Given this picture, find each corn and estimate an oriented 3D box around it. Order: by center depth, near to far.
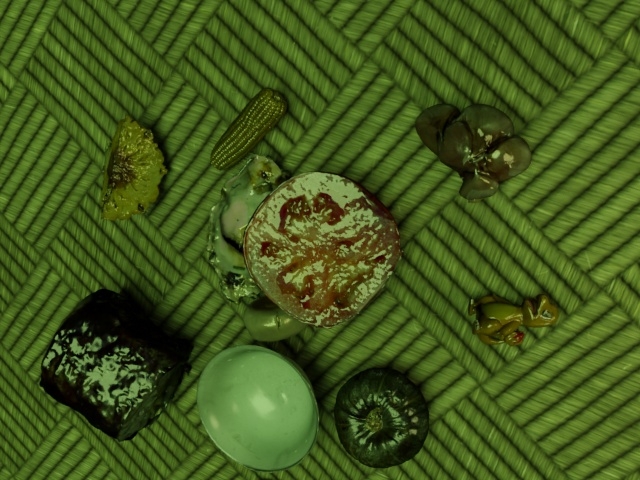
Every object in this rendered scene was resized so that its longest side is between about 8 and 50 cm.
[{"bbox_3d":[-0.162,-0.246,1.490,0.080,0.080,0.231,49,119,4],"label":"corn"}]

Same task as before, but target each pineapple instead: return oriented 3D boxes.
[{"bbox_3d":[-0.456,-0.168,1.620,0.164,0.139,0.250,14,93,60],"label":"pineapple"}]

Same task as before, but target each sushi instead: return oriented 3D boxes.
[{"bbox_3d":[-0.499,0.311,1.640,0.294,0.281,0.299,32,105,5],"label":"sushi"}]

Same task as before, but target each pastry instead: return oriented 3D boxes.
[{"bbox_3d":[-0.098,0.175,1.522,0.156,0.156,0.092,-13,101,23],"label":"pastry"}]

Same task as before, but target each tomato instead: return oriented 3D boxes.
[{"bbox_3d":[0.005,0.001,1.435,0.338,0.144,0.339,2,106,6],"label":"tomato"}]

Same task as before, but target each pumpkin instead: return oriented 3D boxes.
[{"bbox_3d":[0.133,0.393,1.482,0.223,0.157,0.224,1,91,23],"label":"pumpkin"}]

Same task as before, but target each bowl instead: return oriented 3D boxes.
[{"bbox_3d":[-0.122,0.372,1.581,0.313,0.146,0.314,5,103,21],"label":"bowl"}]

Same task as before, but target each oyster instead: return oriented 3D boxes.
[{"bbox_3d":[-0.163,-0.026,1.536,0.201,0.107,0.355,24,101,-11],"label":"oyster"}]

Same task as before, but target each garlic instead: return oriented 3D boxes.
[{"bbox_3d":[0.297,-0.189,1.284,0.160,0.191,0.214,-29,79,0],"label":"garlic"}]

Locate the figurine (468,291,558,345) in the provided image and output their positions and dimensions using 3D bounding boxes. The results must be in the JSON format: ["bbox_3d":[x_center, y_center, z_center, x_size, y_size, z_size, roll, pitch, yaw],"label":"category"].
[{"bbox_3d":[0.397,0.168,1.371,0.176,0.121,0.122,-12,127,14],"label":"figurine"}]
